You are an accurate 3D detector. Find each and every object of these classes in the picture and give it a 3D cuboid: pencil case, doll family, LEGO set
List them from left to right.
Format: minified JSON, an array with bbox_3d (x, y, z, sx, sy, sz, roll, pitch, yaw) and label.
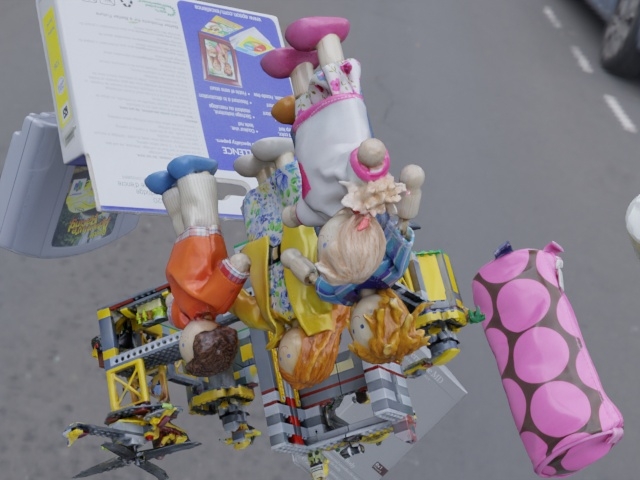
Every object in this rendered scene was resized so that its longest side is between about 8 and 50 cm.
[{"bbox_3d":[-0.025,0.125,0.840,0.331,0.192,0.255,-18,-24,13],"label":"LEGO set"},{"bbox_3d":[0.000,0.000,0.593,0.118,0.263,0.163,-1,69,-32],"label":"doll family"},{"bbox_3d":[0.209,0.106,0.939,0.095,0.098,0.209,33,35,-53],"label":"pencil case"}]

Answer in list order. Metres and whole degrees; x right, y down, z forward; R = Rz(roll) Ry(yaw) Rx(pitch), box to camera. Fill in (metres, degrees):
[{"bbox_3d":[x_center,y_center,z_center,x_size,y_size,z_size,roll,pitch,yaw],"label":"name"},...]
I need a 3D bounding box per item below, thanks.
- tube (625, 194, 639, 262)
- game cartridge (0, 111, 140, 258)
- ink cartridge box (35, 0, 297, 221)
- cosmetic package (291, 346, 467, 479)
[{"bbox_3d":[0.360,0.016,1.078,0.062,0.070,0.240,11,-13,24],"label":"tube"},{"bbox_3d":[-0.314,-0.076,1.360,0.060,0.196,0.294,30,19,17],"label":"game cartridge"},{"bbox_3d":[-0.155,-0.146,1.181,0.303,0.072,0.307,4,63,-37],"label":"ink cartridge box"},{"bbox_3d":[0.077,0.243,1.457,0.127,0.238,0.107,42,6,-19],"label":"cosmetic package"}]
